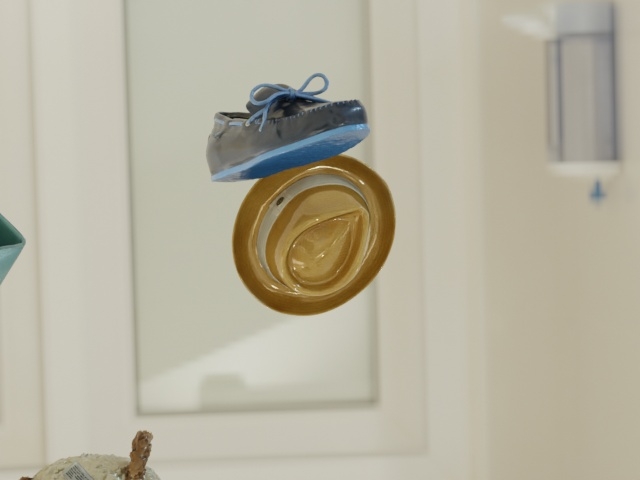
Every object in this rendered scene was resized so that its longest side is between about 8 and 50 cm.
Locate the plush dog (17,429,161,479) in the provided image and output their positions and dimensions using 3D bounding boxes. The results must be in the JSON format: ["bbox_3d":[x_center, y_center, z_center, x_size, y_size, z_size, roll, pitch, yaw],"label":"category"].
[{"bbox_3d":[-0.279,0.325,2.374,0.262,0.210,0.225,9,179,-29],"label":"plush dog"}]

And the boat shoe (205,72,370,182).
[{"bbox_3d":[-0.050,-0.119,1.951,0.109,0.089,0.258,-3,174,-40],"label":"boat shoe"}]

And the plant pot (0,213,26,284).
[{"bbox_3d":[-0.340,0.052,1.235,0.166,0.234,0.165,42,-151,22],"label":"plant pot"}]

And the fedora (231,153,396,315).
[{"bbox_3d":[0.000,0.000,2.092,0.194,0.194,0.079,-2,-164,-14],"label":"fedora"}]
